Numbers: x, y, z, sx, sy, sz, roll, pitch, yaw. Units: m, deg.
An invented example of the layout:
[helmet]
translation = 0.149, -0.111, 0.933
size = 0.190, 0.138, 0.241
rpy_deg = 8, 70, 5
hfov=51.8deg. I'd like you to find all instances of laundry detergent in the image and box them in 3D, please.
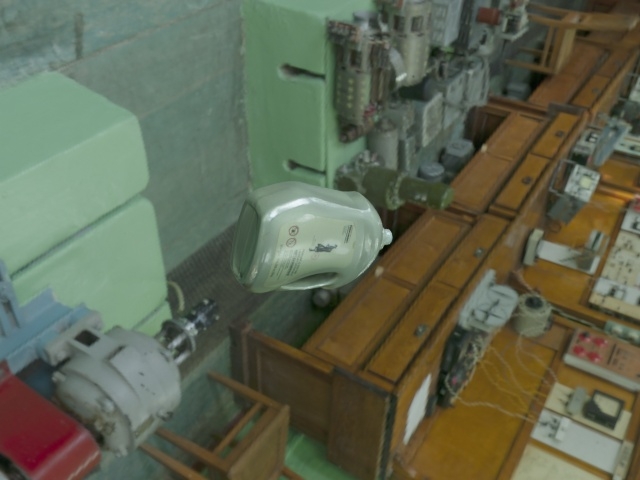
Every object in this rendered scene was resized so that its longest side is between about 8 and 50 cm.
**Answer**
[laundry detergent]
translation = 0.000, 0.000, 0.997
size = 0.253, 0.091, 0.181
rpy_deg = -1, 121, -32
